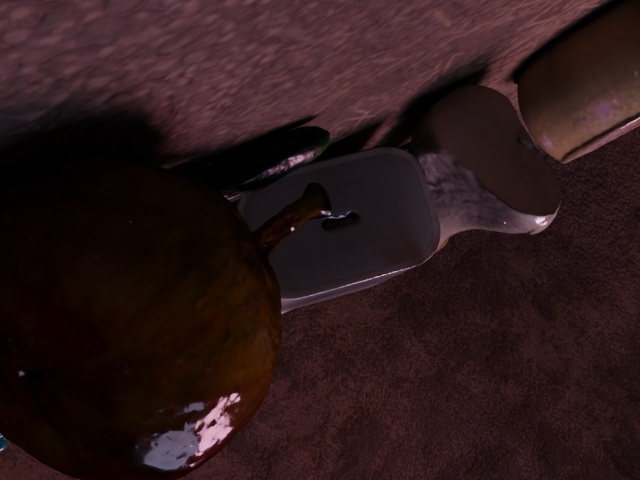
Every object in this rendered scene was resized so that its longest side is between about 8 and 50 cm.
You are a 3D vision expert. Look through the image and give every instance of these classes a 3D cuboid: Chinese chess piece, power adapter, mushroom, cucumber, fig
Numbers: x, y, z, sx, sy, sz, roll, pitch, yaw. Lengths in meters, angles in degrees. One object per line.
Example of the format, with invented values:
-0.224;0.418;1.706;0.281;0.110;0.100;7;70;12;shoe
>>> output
0.343;-0.188;0.825;0.270;0.112;0.270;-28;175;-2;Chinese chess piece
0.000;0.000;0.832;0.187;0.124;0.255;-14;174;-10;power adapter
0.138;-0.049;0.844;0.122;0.159;0.328;-6;167;-12;mushroom
-0.071;-0.044;0.566;0.184;0.036;0.033;-26;-158;-23;cucumber
-0.065;0.031;0.466;0.290;0.190;0.191;-13;168;-36;fig

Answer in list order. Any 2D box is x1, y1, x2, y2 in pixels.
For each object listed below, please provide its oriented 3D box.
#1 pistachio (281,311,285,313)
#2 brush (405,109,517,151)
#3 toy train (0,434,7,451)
-0.102;0.072;1.302;0.145;0.117;0.200;19;160;-26;pistachio
0.192;-0.145;1.050;0.266;0.027;0.062;-28;178;-42;brush
-0.300;0.116;0.625;0.194;0.120;0.298;-35;174;12;toy train
